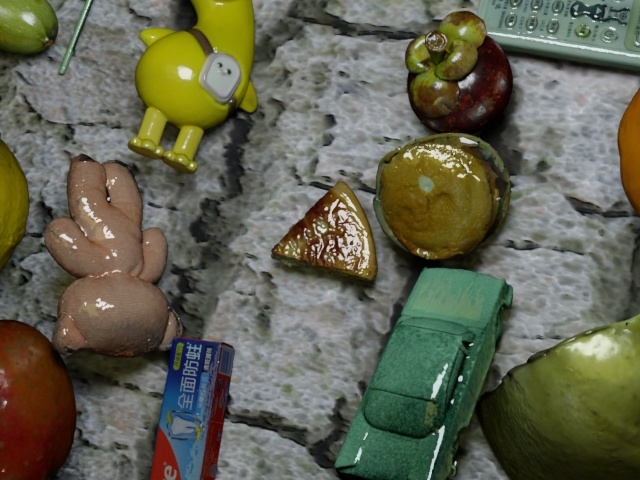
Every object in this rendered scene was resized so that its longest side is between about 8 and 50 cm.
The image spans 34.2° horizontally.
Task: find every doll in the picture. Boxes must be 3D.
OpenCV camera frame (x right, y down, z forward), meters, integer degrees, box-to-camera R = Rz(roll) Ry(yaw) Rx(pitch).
[{"bbox_3d":[-0.315,0.032,1.496,0.156,0.201,0.303,-34,59,43],"label":"doll"},{"bbox_3d":[-0.172,-0.273,1.545,0.199,0.145,0.363,25,71,-22],"label":"doll"}]

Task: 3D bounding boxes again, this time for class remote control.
[{"bbox_3d":[0.386,-0.302,1.440,0.335,0.065,0.128,13,75,16],"label":"remote control"}]

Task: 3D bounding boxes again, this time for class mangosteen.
[{"bbox_3d":[0.171,-0.226,1.418,0.146,0.181,0.155,-17,60,48],"label":"mangosteen"}]

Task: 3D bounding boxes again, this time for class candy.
[{"bbox_3d":[-0.357,-0.397,1.651,0.084,0.078,0.287,19,92,-20],"label":"candy"}]

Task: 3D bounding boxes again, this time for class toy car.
[{"bbox_3d":[0.138,0.171,1.322,0.141,0.097,0.320,8,58,32],"label":"toy car"}]

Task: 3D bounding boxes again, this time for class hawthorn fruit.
[{"bbox_3d":[-0.443,0.270,1.431,0.254,0.254,0.300,-28,95,6],"label":"hawthorn fruit"}]

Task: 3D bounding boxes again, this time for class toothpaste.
[{"bbox_3d":[-0.185,0.296,1.434,0.076,0.066,0.320,4,77,14],"label":"toothpaste"}]

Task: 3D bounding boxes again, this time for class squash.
[{"bbox_3d":[-0.494,-0.356,1.638,0.187,0.123,0.123,26,84,19],"label":"squash"}]

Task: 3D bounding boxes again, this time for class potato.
[{"bbox_3d":[0.361,0.213,1.214,0.330,0.280,0.212,-23,70,6],"label":"potato"}]

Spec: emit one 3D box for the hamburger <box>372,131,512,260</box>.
[{"bbox_3d":[0.158,-0.061,1.404,0.185,0.113,0.177,-38,96,33],"label":"hamburger"}]

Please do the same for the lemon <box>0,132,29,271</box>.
[{"bbox_3d":[-0.558,-0.033,1.510,0.245,0.245,0.319,32,93,18],"label":"lemon"}]

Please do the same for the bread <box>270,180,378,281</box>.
[{"bbox_3d":[0.017,-0.019,1.467,0.154,0.054,0.136,11,81,10],"label":"bread"}]

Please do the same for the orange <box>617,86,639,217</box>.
[{"bbox_3d":[0.509,-0.109,1.281,0.284,0.226,0.283,-2,75,8],"label":"orange"}]
